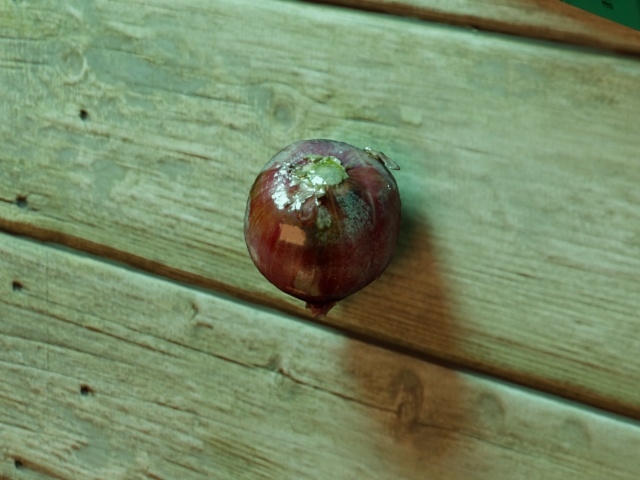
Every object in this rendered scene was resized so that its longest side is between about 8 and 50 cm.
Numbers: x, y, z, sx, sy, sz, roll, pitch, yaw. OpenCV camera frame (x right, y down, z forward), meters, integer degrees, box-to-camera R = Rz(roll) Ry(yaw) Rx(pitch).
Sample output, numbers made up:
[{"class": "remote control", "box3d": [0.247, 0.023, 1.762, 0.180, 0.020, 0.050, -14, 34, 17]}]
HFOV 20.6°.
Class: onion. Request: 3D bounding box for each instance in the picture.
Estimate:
[{"class": "onion", "box3d": [0.000, 0.000, 1.698, 0.159, 0.159, 0.195, 34, 142, 26]}]

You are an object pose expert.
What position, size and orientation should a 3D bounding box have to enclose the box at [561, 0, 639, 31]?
[{"class": "box", "box3d": [0.173, -0.268, 1.488, 0.226, 0.161, 0.042, 27, 74, 29]}]
